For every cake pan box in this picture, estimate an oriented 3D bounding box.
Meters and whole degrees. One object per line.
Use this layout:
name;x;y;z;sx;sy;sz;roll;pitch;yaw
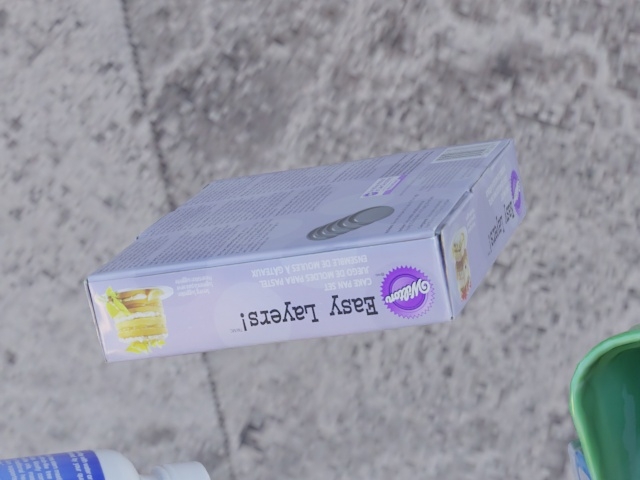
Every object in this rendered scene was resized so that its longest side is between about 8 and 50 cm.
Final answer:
cake pan box;0.000;0.000;1.277;0.246;0.267;0.070;-6;105;17

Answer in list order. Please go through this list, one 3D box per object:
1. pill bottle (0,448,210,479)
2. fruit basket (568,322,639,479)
pill bottle;-0.225;0.252;1.527;0.272;0.152;0.152;-5;124;-18
fruit basket;0.155;0.139;0.495;0.165;0.353;0.327;-12;102;12
